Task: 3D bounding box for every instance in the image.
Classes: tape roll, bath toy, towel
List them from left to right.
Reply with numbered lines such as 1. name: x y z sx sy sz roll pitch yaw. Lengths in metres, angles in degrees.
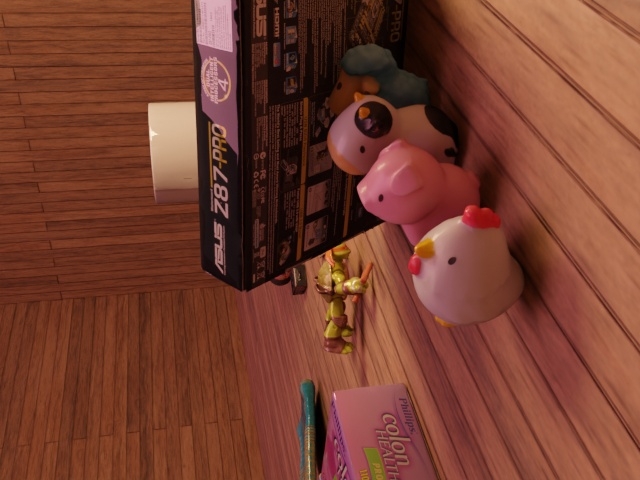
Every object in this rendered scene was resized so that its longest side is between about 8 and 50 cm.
1. tape roll: -0.325 -0.214 1.691 0.246 0.169 0.246 177 90 -79
2. towel: -0.035 0.564 1.702 0.272 0.040 0.370 95 175 -47
3. bath toy: 0.100 -0.069 0.731 0.129 0.151 0.348 84 171 -46

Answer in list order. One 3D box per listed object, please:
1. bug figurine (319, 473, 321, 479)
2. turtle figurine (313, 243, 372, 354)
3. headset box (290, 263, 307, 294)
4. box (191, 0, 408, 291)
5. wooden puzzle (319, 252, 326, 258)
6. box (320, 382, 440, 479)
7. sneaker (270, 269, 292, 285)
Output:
1. bug figurine: 0.038 0.625 1.460 0.216 0.072 0.279 -163 70 -77
2. turtle figurine: 0.032 0.093 1.269 0.269 0.087 0.218 -124 32 -67
3. headset box: -0.058 0.103 1.843 0.083 0.032 0.062 112 152 -68
4. box: -0.015 -0.169 0.901 0.097 0.318 0.395 24 125 36
5. wooden puzzle: 0.000 0.000 1.573 0.116 0.014 0.079 119 146 -70
6. box: 0.084 0.378 1.042 0.214 0.117 0.243 -107 18 -47
7. sneaker: -0.168 -0.002 2.052 0.270 0.090 0.145 46 144 32
